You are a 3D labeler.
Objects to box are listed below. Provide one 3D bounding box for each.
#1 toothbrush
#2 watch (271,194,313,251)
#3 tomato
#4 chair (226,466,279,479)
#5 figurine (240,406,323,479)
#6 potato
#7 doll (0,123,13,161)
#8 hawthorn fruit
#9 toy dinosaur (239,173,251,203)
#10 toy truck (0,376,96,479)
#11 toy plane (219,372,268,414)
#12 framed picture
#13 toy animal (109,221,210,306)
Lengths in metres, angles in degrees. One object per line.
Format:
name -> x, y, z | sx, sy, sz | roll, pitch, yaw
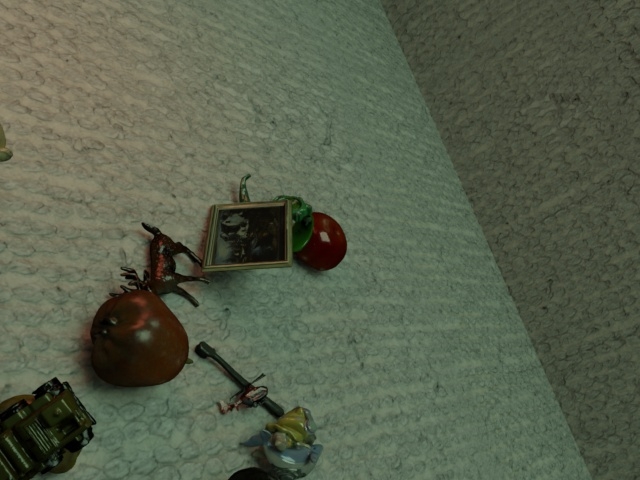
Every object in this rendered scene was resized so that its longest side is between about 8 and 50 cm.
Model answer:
toothbrush -> -0.194, 0.347, 1.569 | 0.297, 0.030, 0.030 | 45, 32, -20
watch -> -0.101, -0.040, 1.844 | 0.165, 0.131, 0.152 | -42, 140, -39
tomato -> 0.000, 0.000, 1.991 | 0.195, 0.136, 0.195 | 32, 41, -33
chair -> -0.106, 0.583, 1.372 | 0.213, 0.174, 0.149 | 44, 31, -38
figurine -> -0.078, 0.482, 1.524 | 0.208, 0.128, 0.184 | 27, 42, -30
potato -> -0.502, 0.343, 1.132 | 0.170, 0.080, 0.107 | 35, 81, -11
doll -> -0.733, -0.265, 1.299 | 0.175, 0.149, 0.278 | 31, 27, -49
hawthorn fruit -> -0.361, 0.219, 1.340 | 0.251, 0.199, 0.199 | 38, 37, -47
toy dinosaur -> -0.219, -0.058, 1.820 | 0.120, 0.079, 0.292 | 7, 60, -55
toy truck -> -0.500, 0.344, 1.026 | 0.257, 0.127, 0.127 | -34, 97, -16
toy plane -> -0.177, 0.377, 1.532 | 0.145, 0.037, 0.060 | -24, 92, -37
framed picture -> -0.188, -0.023, 1.683 | 0.296, 0.232, 0.019 | -95, -178, -53
toy animal -> -0.385, 0.077, 1.516 | 0.260, 0.087, 0.243 | 24, 33, -43
